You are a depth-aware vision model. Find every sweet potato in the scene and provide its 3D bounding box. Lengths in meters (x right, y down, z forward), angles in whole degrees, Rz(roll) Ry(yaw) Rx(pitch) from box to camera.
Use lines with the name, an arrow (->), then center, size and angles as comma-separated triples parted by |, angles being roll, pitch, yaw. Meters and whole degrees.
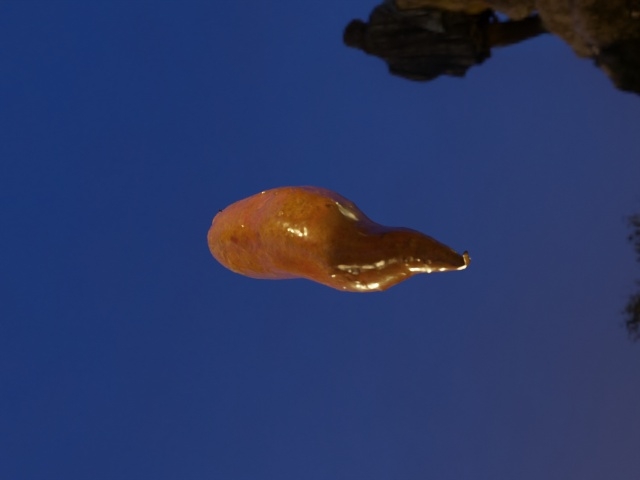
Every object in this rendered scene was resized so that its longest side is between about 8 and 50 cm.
sweet potato -> 0.000, 0.000, 0.447 | 0.056, 0.194, 0.057 | -9, -77, -41
